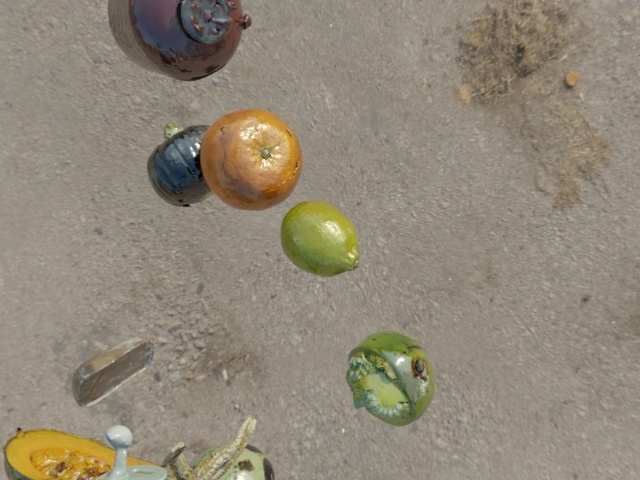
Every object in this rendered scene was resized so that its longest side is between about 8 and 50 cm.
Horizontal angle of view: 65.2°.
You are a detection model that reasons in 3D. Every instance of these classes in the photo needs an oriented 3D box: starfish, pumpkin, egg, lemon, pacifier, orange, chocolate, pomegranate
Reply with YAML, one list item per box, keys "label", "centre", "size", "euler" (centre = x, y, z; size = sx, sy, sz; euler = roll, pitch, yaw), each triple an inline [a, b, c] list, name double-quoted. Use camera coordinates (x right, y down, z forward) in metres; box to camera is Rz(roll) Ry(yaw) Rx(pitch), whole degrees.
- label: "starfish"
  centre: [-0.352, 0.612, 1.249]
  size: [0.082, 0.324, 0.432]
  euler: [29, 76, 33]
- label: "pumpkin"
  centre: [-0.454, 0.425, 0.916]
  size: [0.163, 0.278, 0.111]
  euler: [25, 90, 39]
- label: "egg"
  centre: [-0.303, 0.775, 1.480]
  size: [0.379, 0.287, 0.288]
  euler: [-37, 91, -6]
- label: "lemon"
  centre: [0.000, 0.000, 1.241]
  size: [0.184, 0.184, 0.248]
  euler: [-50, 54, 5]
- label: "pacifier"
  centre: [-0.285, 0.324, 0.709]
  size: [0.126, 0.150, 0.117]
  euler: [-5, 82, 35]
- label: "orange"
  centre: [-0.190, -0.218, 1.375]
  size: [0.283, 0.226, 0.284]
  euler: [3, 82, -24]
- label: "chocolate"
  centre: [-0.616, 0.367, 1.467]
  size: [0.080, 0.254, 0.157]
  euler: [35, 128, 20]
- label: "pumpkin"
  centre: [-0.419, -0.263, 1.585]
  size: [0.295, 0.296, 0.296]
  euler: [0, 94, 4]
- label: "pomegranate"
  centre: [0.182, 0.391, 1.431]
  size: [0.260, 0.340, 0.261]
  euler: [7, 74, -24]

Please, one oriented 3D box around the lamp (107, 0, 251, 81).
- label: "lamp"
  centre: [-0.213, -0.333, 0.749]
  size: [0.180, 0.258, 0.180]
  euler: [-15, 118, -30]
